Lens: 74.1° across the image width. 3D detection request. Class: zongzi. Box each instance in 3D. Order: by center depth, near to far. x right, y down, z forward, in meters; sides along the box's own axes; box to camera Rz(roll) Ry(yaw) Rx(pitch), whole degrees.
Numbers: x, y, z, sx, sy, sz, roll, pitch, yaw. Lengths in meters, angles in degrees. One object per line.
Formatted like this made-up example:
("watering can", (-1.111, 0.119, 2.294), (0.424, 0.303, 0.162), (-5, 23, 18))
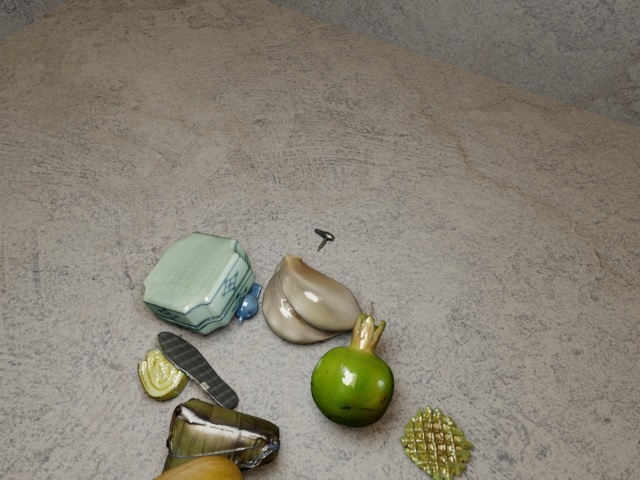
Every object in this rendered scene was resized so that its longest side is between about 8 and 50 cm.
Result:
("zongzi", (-0.268, 0.583, 1.069), (0.286, 0.138, 0.300), (18, 71, -2))

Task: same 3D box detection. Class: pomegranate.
("pomegranate", (0.101, 0.352, 1.162), (0.235, 0.236, 0.302), (18, 85, 8))

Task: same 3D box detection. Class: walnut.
("walnut", (-0.297, 0.599, 0.907), (0.297, 0.203, 0.203), (-27, 63, -27))

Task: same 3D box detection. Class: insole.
("insole", (-0.355, 0.368, 1.218), (0.309, 0.012, 0.110), (40, 19, 17))

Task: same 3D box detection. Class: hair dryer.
("hair dryer", (0.000, 0.000, 1.518), (0.079, 0.031, 0.083), (24, 66, 23))

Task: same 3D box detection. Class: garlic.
("garlic", (-0.020, 0.219, 1.309), (0.340, 0.246, 0.231), (30, 103, -3))

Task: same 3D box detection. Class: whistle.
("whistle", (-0.231, 0.190, 1.340), (0.090, 0.090, 0.158), (11, 58, 3))

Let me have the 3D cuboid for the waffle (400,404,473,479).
("waffle", (0.321, 0.558, 1.170), (0.183, 0.036, 0.169), (39, 61, 19))

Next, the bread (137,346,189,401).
("bread", (-0.454, 0.379, 1.213), (0.117, 0.064, 0.156), (-25, 61, -24))

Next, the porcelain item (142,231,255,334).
("porcelain item", (-0.366, 0.128, 1.291), (0.281, 0.157, 0.286), (8, 53, 27))
